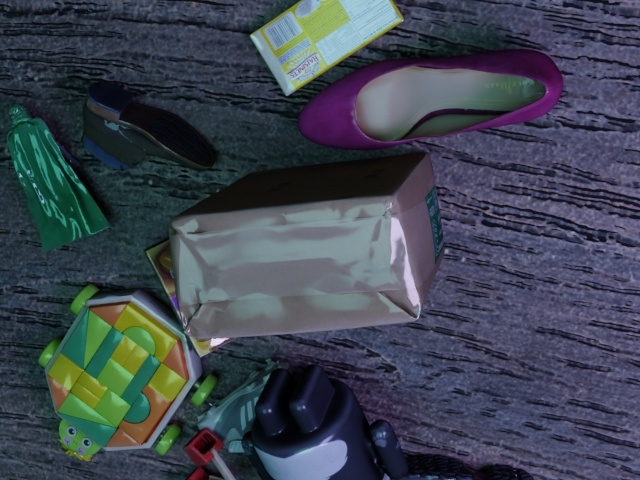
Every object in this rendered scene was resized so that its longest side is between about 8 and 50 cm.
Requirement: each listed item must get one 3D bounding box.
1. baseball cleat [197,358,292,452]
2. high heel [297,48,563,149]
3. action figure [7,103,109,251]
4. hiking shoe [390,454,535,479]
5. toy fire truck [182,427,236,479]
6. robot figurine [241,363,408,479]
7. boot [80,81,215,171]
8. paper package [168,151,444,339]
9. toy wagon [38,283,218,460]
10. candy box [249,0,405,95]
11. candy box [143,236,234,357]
[{"bbox_3d":[-0.103,0.272,1.485,0.206,0.072,0.109,-35,101,28],"label":"baseball cleat"},{"bbox_3d":[0.133,-0.190,1.245,0.377,0.181,0.127,-14,101,16],"label":"high heel"},{"bbox_3d":[-0.432,-0.109,1.459,0.137,0.063,0.232,-19,103,19],"label":"action figure"},{"bbox_3d":[0.217,0.406,1.429,0.226,0.086,0.114,6,102,11],"label":"hiking shoe"},{"bbox_3d":[-0.165,0.407,1.508,0.192,0.047,0.135,49,137,-2],"label":"toy fire truck"},{"bbox_3d":[0.001,0.320,1.395,0.173,0.209,0.278,-34,118,-20],"label":"robot figurine"},{"bbox_3d":[-0.271,-0.148,1.420,0.219,0.082,0.106,32,131,-1],"label":"boot"},{"bbox_3d":[0.000,0.000,1.249,0.309,0.325,0.168,-5,102,15],"label":"paper package"},{"bbox_3d":[-0.342,0.247,1.527,0.267,0.068,0.344,36,109,2],"label":"toy wagon"},{"bbox_3d":[0.008,-0.307,1.326,0.205,0.027,0.105,-30,98,18],"label":"candy box"},{"bbox_3d":[-0.184,0.074,1.431,0.109,0.053,0.187,-28,99,-14],"label":"candy box"}]
